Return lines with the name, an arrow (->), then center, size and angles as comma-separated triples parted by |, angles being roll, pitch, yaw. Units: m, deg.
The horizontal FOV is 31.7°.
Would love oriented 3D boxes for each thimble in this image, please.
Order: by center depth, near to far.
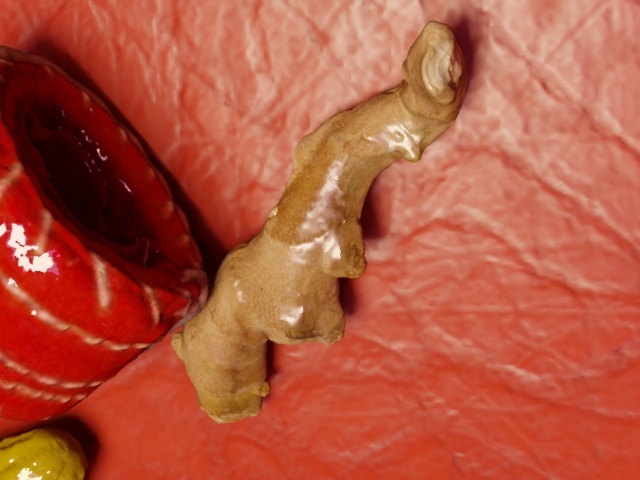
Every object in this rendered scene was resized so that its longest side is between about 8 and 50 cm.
thimble -> -0.166, -0.004, 0.624 | 0.125, 0.163, 0.189 | -38, 86, 19

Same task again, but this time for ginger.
ginger -> 0.000, 0.000, 0.636 | 0.089, 0.075, 0.288 | 45, 117, 13

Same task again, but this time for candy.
candy -> -0.227, 0.191, 0.741 | 0.199, 0.094, 0.106 | -44, 128, 17
